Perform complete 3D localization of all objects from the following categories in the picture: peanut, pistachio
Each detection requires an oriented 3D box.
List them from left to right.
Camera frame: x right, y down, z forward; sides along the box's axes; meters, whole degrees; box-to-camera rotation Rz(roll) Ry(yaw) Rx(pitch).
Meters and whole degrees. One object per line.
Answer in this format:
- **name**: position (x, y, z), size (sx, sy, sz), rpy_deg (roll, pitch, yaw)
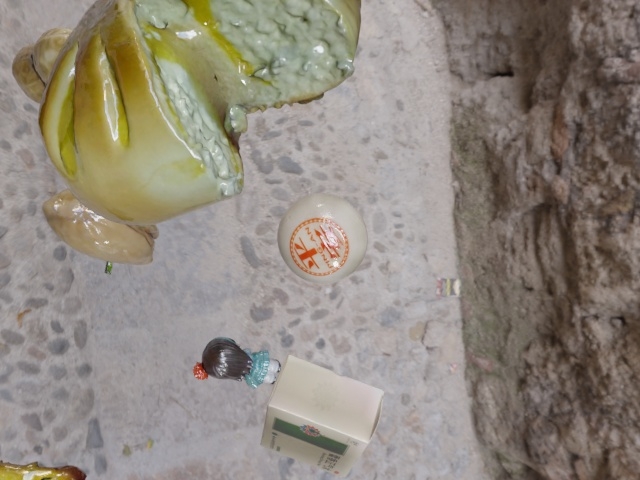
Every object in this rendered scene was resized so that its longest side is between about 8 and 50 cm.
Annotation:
- **peanut**: position (-0.314, -0.209, 0.670), size (0.089, 0.192, 0.089), rpy_deg (-10, 104, -45)
- **pistachio**: position (-0.522, -0.034, 1.342), size (0.293, 0.181, 0.162), rpy_deg (25, 66, -47)

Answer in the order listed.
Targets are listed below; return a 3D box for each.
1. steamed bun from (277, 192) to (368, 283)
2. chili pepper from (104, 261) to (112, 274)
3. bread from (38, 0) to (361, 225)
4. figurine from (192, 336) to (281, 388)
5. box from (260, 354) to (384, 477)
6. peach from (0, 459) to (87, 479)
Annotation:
- **steamed bun**: position (0.000, 0.000, 1.377), size (0.231, 0.145, 0.232), rpy_deg (2, 101, 11)
- **chili pepper**: position (-0.600, 0.057, 1.599), size (0.022, 0.027, 0.083), rpy_deg (30, 79, -50)
- **bread**: position (-0.128, -0.173, 0.519), size (0.333, 0.333, 0.160), rpy_deg (-54, 131, -10)
- **figurine**: position (-0.101, 0.156, 0.690), size (0.106, 0.047, 0.060), rpy_deg (25, 107, -33)
- **box**: position (-0.003, 0.298, 0.922), size (0.168, 0.212, 0.095), rpy_deg (18, 53, 4)
- **peach**: position (-0.579, 0.544, 0.968), size (0.361, 0.257, 0.201), rpy_deg (-27, 143, -38)
